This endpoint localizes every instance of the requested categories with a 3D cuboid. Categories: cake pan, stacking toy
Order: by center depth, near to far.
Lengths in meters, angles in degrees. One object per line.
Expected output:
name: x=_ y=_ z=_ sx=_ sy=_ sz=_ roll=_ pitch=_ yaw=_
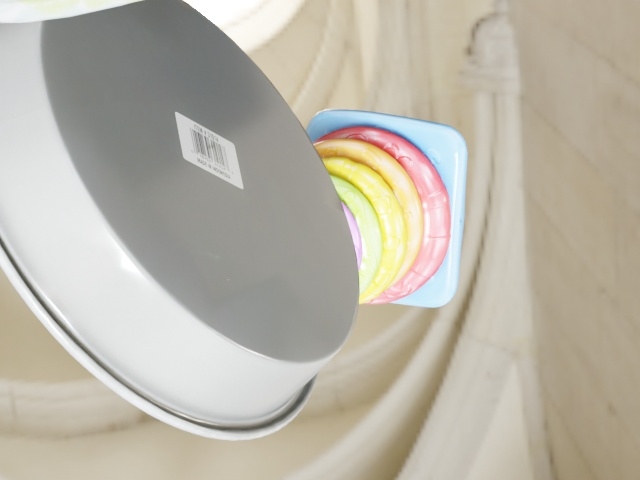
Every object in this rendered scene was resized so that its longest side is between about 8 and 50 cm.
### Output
cake pan: x=-0.079 y=-0.032 z=0.836 sx=0.054 sy=0.293 sz=0.293 roll=-33 pitch=-175 yaw=26
stacking toy: x=0.000 y=0.000 z=1.250 sx=0.165 sy=0.175 sz=0.302 roll=9 pitch=-163 yaw=22

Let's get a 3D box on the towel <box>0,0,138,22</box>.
towel: x=0.000 y=-0.262 z=0.569 sx=0.320 sy=0.374 sz=0.090 roll=-18 pitch=-126 yaw=-25
